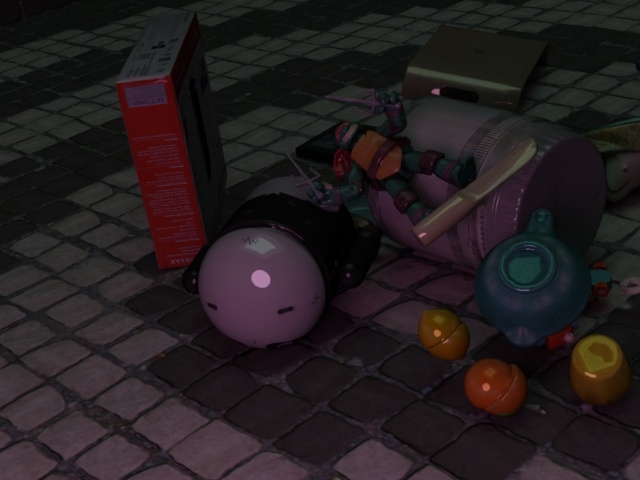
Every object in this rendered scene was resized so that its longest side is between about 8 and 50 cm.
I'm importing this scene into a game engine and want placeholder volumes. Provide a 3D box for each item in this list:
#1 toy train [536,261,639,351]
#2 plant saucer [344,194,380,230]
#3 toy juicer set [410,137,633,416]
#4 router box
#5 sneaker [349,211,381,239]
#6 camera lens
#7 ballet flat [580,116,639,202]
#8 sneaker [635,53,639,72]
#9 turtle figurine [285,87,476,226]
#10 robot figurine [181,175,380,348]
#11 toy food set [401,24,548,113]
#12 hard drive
[{"bbox_3d":[0.311,0.086,1.324,0.166,0.046,0.125,-23,31,-21],"label":"toy train"},{"bbox_3d":[0.061,-0.035,1.655,0.119,0.021,0.119,-8,27,4],"label":"plant saucer"},{"bbox_3d":[0.208,0.059,1.248,0.209,0.089,0.329,-20,59,7],"label":"toy juicer set"},{"bbox_3d":[-0.223,-0.167,1.690,0.082,0.301,0.335,-7,28,4],"label":"router box"},{"bbox_3d":[0.000,0.000,1.580,0.188,0.066,0.071,7,47,39],"label":"sneaker"},{"bbox_3d":[0.216,-0.072,1.463,0.219,0.219,0.274,-29,33,-34],"label":"camera lens"},{"bbox_3d":[0.392,-0.105,1.607,0.349,0.123,0.123,-6,27,10],"label":"ballet flat"},{"bbox_3d":[0.696,-0.332,1.987,0.221,0.083,0.087,-4,35,17],"label":"sneaker"},{"bbox_3d":[0.076,-0.106,1.370,0.234,0.175,0.118,34,20,29],"label":"turtle figurine"},{"bbox_3d":[-0.051,0.025,1.415,0.209,0.173,0.278,-45,8,32],"label":"robot figurine"},{"bbox_3d":[0.306,-0.325,2.098,0.220,0.092,0.306,14,34,16],"label":"toy food set"},{"bbox_3d":[0.034,-0.178,1.940,0.094,0.022,0.135,14,35,38],"label":"hard drive"}]
